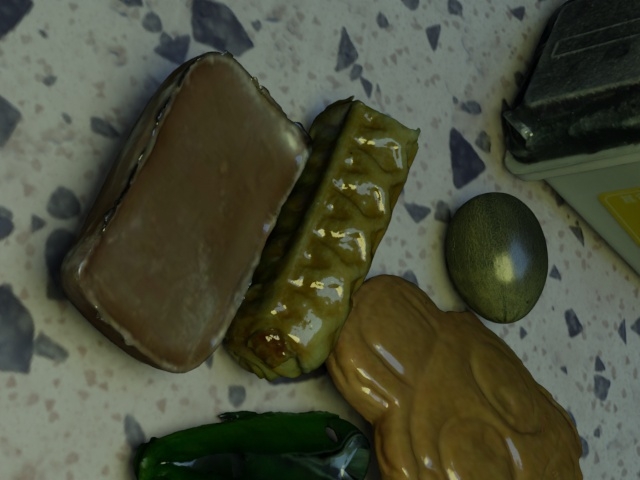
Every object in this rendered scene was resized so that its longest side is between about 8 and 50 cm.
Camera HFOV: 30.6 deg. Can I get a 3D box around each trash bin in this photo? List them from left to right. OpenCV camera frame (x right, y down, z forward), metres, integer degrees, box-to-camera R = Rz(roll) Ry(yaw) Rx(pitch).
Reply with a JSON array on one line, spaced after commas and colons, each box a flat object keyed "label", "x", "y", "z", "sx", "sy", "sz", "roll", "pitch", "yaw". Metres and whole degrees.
[{"label": "trash bin", "x": 0.404, "y": -0.110, "z": 1.271, "sx": 0.368, "sy": 0.256, "sz": 0.296, "roll": 45, "pitch": 54, "yaw": -29}]

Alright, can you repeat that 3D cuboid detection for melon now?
[{"label": "melon", "x": 0.171, "y": 0.016, "z": 1.134, "sx": 0.098, "sy": 0.098, "sz": 0.131, "roll": 13, "pitch": 65, "yaw": -36}]

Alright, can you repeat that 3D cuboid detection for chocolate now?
[{"label": "chocolate", "x": -0.117, "y": -0.024, "z": 0.923, "sx": 0.161, "sy": 0.083, "sz": 0.261, "roll": 51, "pitch": 52, "yaw": -36}]

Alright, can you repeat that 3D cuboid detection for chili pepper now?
[{"label": "chili pepper", "x": -0.053, "y": 0.188, "z": 0.938, "sx": 0.216, "sy": 0.062, "sz": 0.108, "roll": 8, "pitch": 75, "yaw": -36}]

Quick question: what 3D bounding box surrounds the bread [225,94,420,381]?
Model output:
[{"label": "bread", "x": -0.001, "y": 0.000, "z": 0.999, "sx": 0.098, "sy": 0.087, "sz": 0.269, "roll": 25, "pitch": 61, "yaw": -2}]

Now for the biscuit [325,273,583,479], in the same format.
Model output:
[{"label": "biscuit", "x": 0.148, "y": 0.187, "z": 1.046, "sx": 0.376, "sy": 0.051, "sz": 0.269, "roll": 47, "pitch": 36, "yaw": -11}]
